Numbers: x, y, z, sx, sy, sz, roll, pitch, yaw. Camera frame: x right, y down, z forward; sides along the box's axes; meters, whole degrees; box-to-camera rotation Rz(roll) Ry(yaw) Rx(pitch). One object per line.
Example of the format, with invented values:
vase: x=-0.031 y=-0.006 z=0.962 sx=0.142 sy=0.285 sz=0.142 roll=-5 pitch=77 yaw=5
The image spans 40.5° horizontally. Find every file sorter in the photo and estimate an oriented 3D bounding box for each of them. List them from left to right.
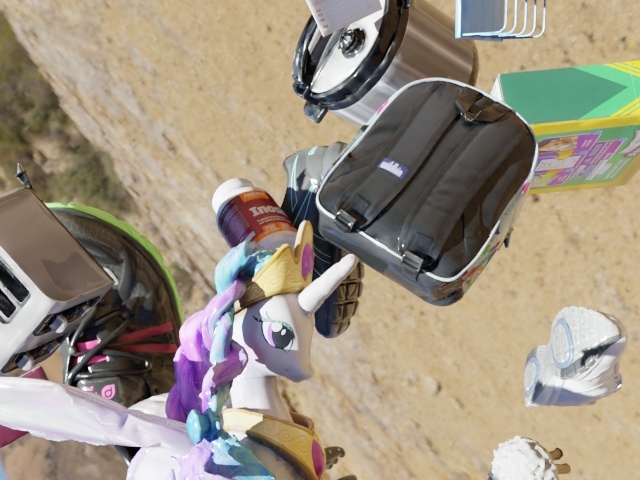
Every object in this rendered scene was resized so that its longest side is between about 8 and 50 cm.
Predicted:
file sorter: x=0.342 y=-0.440 z=1.632 sx=0.104 sy=0.170 sz=0.118 roll=7 pitch=102 yaw=39

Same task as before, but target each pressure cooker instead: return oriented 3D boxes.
pressure cooker: x=0.142 y=-0.467 z=2.165 sx=0.420 sy=0.370 sz=0.375 roll=22 pitch=155 yaw=-36

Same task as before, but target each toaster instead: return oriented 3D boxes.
toaster: x=-0.353 y=0.044 z=0.984 sx=0.186 sy=0.110 sz=0.168 roll=48 pitch=118 yaw=2

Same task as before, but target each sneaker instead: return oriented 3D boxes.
sneaker: x=-0.294 y=0.159 z=1.262 sx=0.185 sy=0.202 sz=0.483 roll=-20 pitch=109 yaw=21
sneaker: x=0.000 y=0.000 z=1.194 sx=0.106 sy=0.267 sz=0.101 roll=0 pitch=179 yaw=23
sneaker: x=0.402 y=0.180 z=1.304 sx=0.129 sy=0.111 sz=0.297 roll=8 pitch=156 yaw=-1

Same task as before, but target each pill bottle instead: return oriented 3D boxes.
pill bottle: x=-0.085 y=-0.015 z=1.135 sx=0.152 sy=0.086 sz=0.086 roll=51 pitch=172 yaw=42

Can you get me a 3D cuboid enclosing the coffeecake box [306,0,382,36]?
coffeecake box: x=0.035 y=-0.532 z=1.809 sx=0.185 sy=0.142 sz=0.068 roll=54 pitch=-166 yaw=-61

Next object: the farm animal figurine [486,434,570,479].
farm animal figurine: x=0.238 y=0.449 z=1.021 sx=0.330 sy=0.172 sz=0.327 roll=58 pitch=137 yaw=43

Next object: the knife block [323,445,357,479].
knife block: x=-0.035 y=0.385 z=1.367 sx=0.088 sy=0.242 sz=0.276 roll=50 pitch=155 yaw=22

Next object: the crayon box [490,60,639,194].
crayon box: x=0.447 y=-0.191 z=1.561 sx=0.363 sy=0.313 sz=0.106 roll=89 pitch=175 yaw=-74

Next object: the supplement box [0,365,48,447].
supplement box: x=-0.458 y=0.252 z=1.310 sx=0.081 sy=0.104 sz=0.188 roll=63 pitch=157 yaw=0

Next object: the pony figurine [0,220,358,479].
pony figurine: x=-0.102 y=0.190 z=0.705 sx=0.351 sy=0.363 sz=0.303 roll=-15 pitch=165 yaw=30

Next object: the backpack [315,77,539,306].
backpack: x=0.141 y=-0.065 z=1.077 sx=0.225 sy=0.253 sz=0.191 roll=31 pitch=167 yaw=16
